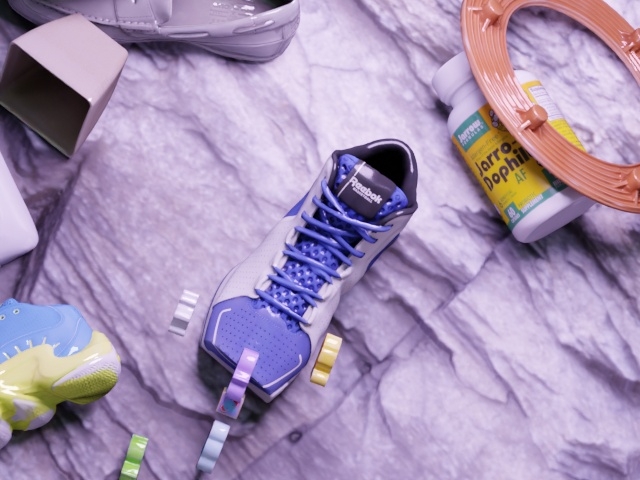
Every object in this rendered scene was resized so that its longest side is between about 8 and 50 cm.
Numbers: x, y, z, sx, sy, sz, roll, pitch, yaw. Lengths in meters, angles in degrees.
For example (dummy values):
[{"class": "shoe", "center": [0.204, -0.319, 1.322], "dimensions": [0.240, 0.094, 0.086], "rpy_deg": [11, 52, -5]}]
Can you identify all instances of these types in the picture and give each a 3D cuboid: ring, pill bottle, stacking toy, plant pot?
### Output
[{"class": "ring", "center": [0.295, -0.178, 2.099], "dimensions": [0.336, 0.032, 0.336], "rpy_deg": [23, 44, -25]}, {"class": "pill bottle", "center": [0.213, -0.112, 2.088], "dimensions": [0.117, 0.117, 0.208], "rpy_deg": [-26, 77, -21]}, {"class": "stacking toy", "center": [-0.092, 0.171, 1.893], "dimensions": [0.167, 0.052, 0.221], "rpy_deg": [20, 99, -2]}, {"class": "plant pot", "center": [-0.267, -0.175, 2.019], "dimensions": [0.109, 0.109, 0.096], "rpy_deg": [38, 55, 4]}]

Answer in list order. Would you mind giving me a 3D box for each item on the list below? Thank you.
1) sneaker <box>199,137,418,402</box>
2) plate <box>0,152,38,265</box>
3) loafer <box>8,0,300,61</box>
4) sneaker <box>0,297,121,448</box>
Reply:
[{"class": "sneaker", "center": [0.001, -0.001, 1.961], "dimensions": [0.127, 0.182, 0.315], "rpy_deg": [36, 65, 5]}, {"class": "plate", "center": [-0.438, -0.048, 1.873], "dimensions": [0.277, 0.045, 0.278], "rpy_deg": [-29, 114, -21]}, {"class": "loafer", "center": [-0.179, -0.269, 2.067], "dimensions": [0.319, 0.111, 0.112], "rpy_deg": [5, 67, -11]}, {"class": "sneaker", "center": [-0.326, 0.135, 1.899], "dimensions": [0.240, 0.091, 0.126], "rpy_deg": [-19, 55, -19]}]
